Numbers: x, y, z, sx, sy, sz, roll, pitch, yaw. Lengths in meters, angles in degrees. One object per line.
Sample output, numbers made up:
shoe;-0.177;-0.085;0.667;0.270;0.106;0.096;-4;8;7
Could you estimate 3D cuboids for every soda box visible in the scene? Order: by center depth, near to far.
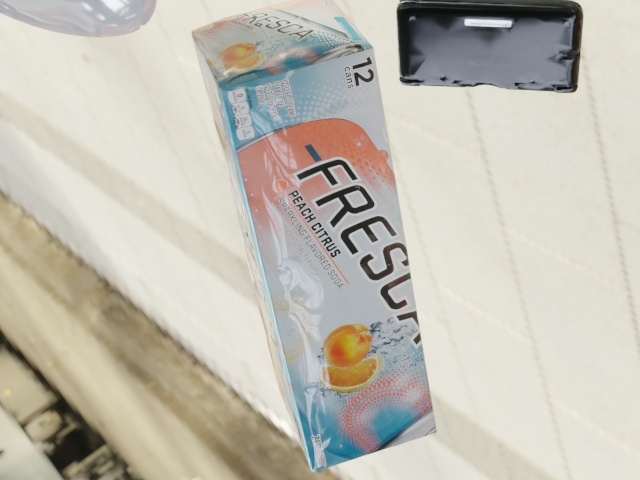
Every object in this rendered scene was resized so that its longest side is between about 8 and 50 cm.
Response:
soda box;0.000;0.000;0.513;0.063;0.058;0.183;-118;13;-57

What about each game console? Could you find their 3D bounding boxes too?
game console;0.118;-0.140;0.889;0.122;0.071;0.107;3;138;10

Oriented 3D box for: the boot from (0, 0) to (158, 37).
boot;-0.103;-0.171;0.396;0.095;0.123;0.258;5;161;12
